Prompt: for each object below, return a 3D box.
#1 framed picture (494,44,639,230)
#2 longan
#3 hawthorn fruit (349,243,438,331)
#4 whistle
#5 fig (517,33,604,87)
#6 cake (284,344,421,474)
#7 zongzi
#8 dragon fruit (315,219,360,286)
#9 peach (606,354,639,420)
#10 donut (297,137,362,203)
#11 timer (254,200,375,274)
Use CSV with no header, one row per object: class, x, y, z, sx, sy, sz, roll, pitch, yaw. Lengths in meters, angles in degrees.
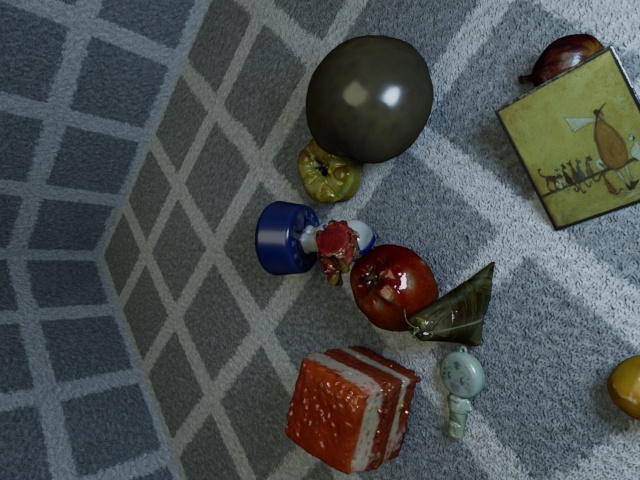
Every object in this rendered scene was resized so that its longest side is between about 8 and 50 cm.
framed picture,0.591,-0.213,0.941,0.255,0.014,0.338,-26,96,37
longan,0.138,-0.415,1.240,0.405,0.336,0.404,-7,79,40
hawthorn fruit,0.185,0.134,1.184,0.254,0.300,0.254,-7,80,40
whistle,0.386,0.414,1.144,0.126,0.067,0.257,10,98,55
fig,0.567,-0.405,0.978,0.202,0.148,0.149,24,137,28
cake,0.095,0.488,1.225,0.270,0.320,0.269,16,96,42
zongzi,0.342,0.153,1.087,0.111,0.248,0.240,22,100,58
dragon fruit,0.050,0.043,1.255,0.133,0.150,0.207,14,110,46
peach,0.672,0.301,0.851,0.138,0.138,0.138,-4,84,42
donut,0.029,-0.247,1.467,0.208,0.128,0.261,-41,61,33
timer,0.000,0.000,1.425,0.384,0.270,0.270,3,89,28
